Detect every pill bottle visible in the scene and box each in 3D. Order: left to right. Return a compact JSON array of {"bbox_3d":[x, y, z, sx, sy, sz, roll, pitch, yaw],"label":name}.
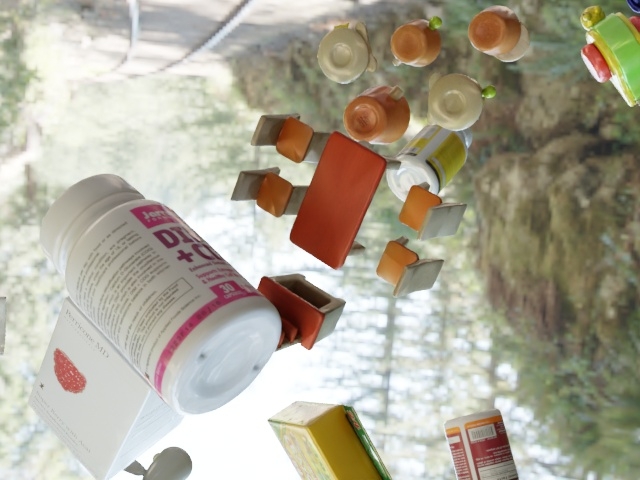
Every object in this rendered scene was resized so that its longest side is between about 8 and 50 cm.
[{"bbox_3d":[-0.191,0.054,1.263,0.283,0.160,0.160,41,-154,28],"label":"pill bottle"},{"bbox_3d":[0.205,-0.151,1.998,0.103,0.103,0.184,9,-142,34],"label":"pill bottle"},{"bbox_3d":[0.232,0.320,1.551,0.086,0.152,0.086,-13,169,-3],"label":"pill bottle"}]

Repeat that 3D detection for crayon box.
[{"bbox_3d":[0.023,0.387,1.932,0.081,0.202,0.318,-30,-178,-19],"label":"crayon box"}]

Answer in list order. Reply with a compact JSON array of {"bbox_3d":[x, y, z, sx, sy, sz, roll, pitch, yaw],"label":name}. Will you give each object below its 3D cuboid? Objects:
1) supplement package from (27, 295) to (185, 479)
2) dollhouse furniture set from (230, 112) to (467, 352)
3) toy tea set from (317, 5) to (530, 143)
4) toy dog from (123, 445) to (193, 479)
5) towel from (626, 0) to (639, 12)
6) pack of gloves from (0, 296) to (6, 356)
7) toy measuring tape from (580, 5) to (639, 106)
[{"bbox_3d":[-0.276,0.179,1.568,0.177,0.293,0.175,44,-133,12],"label":"supplement package"},{"bbox_3d":[0.000,0.000,1.318,0.262,0.259,0.135,31,-159,25],"label":"dollhouse furniture set"},{"bbox_3d":[0.167,-0.260,1.715,0.336,0.200,0.124,-6,-171,25],"label":"toy tea set"},{"bbox_3d":[-0.409,0.483,2.021,0.333,0.220,0.161,-5,-166,-39],"label":"toy dog"},{"bbox_3d":[0.655,-0.547,1.961,0.308,0.228,0.076,-23,-136,-38],"label":"towel"},{"bbox_3d":[-0.534,0.167,1.431,0.232,0.195,0.046,4,-170,-12],"label":"pack of gloves"},{"bbox_3d":[0.516,-0.265,1.772,0.121,0.121,0.330,-2,-127,-41],"label":"toy measuring tape"}]
